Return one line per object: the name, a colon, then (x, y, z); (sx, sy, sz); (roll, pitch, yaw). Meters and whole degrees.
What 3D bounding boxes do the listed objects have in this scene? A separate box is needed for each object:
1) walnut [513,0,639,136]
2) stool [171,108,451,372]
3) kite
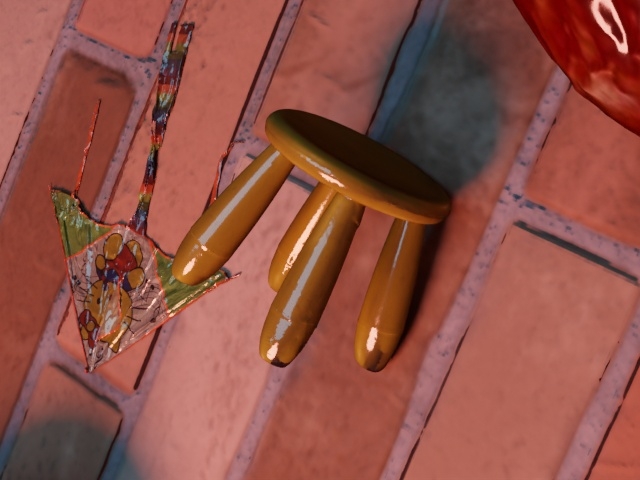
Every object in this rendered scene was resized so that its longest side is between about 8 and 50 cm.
walnut: (0.160, -0.158, 0.612); (0.244, 0.221, 0.269); (-43, 61, 62)
stool: (0.000, 0.000, 0.759); (0.110, 0.134, 0.135); (-61, 8, 14)
kite: (-0.118, -0.026, 0.920); (0.198, 0.006, 0.244); (18, 93, 39)
